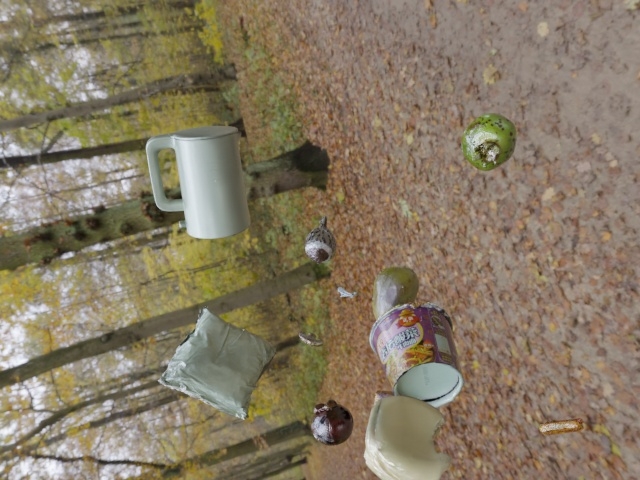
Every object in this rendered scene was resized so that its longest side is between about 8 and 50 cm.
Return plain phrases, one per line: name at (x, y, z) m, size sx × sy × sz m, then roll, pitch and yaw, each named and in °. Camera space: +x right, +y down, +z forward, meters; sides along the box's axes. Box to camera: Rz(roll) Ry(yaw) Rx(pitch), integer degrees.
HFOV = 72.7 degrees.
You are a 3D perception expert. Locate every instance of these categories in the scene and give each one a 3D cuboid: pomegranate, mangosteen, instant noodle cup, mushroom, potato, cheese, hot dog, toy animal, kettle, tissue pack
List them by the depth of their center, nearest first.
cheese at (0.247, 0.565, 1.233) m, size 0.266 × 0.233 × 0.127 m, roll -55°, pitch -27°, yaw -55°
toy animal at (0.000, 0.000, 1.255) m, size 0.098 × 0.098 × 0.137 m, roll -141°, pitch 52°, yaw -73°
kettle at (-0.366, -0.186, 1.365) m, size 0.205 × 0.264 × 0.318 m, roll -64°, pitch -26°, yaw -62°
hot dog at (0.823, 0.634, 1.486) m, size 0.062 × 0.144 × 0.038 m, roll 40°, pitch -142°, yaw -34°
mangosteen at (0.039, 0.626, 1.507) m, size 0.152 × 0.152 × 0.153 m, roll 166°, pitch 90°, yaw -79°
instant noodle cup at (0.362, 0.434, 1.606) m, size 0.266 × 0.339 × 0.340 m, roll -94°, pitch -2°, yaw -59°
mushroom at (-0.036, 0.370, 1.638) m, size 0.049 × 0.101 × 0.019 m, roll -53°, pitch -22°, yaw -54°
pomegranate at (0.671, -0.372, 1.764) m, size 0.231 × 0.230 × 0.286 m, roll 92°, pitch -156°, yaw -55°
tissue pack at (0.367, 0.693, 1.834) m, size 0.226 × 0.183 × 0.092 m, roll -2°, pitch 72°, yaw 47°
potato at (0.333, 0.262, 1.981) m, size 0.173 × 0.210 × 0.308 m, roll 30°, pitch -110°, yaw -65°

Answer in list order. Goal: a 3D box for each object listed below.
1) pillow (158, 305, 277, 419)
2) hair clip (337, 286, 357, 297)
pillow at (-0.312, 0.390, 1.403) m, size 0.138 × 0.310 × 0.283 m, roll -46°, pitch 18°, yaw 51°
hair clip at (0.105, 0.210, 1.747) m, size 0.039 × 0.030 × 0.115 m, roll 43°, pitch 162°, yaw -19°
